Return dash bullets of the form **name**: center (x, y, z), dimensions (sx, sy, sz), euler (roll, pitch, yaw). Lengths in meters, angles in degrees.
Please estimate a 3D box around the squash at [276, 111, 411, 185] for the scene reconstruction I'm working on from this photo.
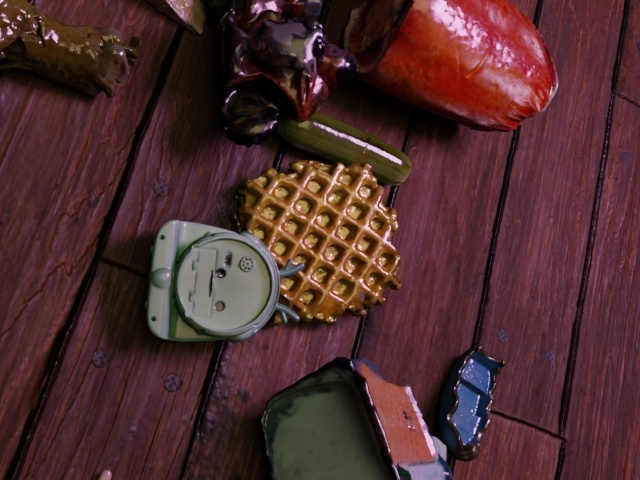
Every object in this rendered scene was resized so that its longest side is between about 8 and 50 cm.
- **squash**: center (0.034, -0.145, 1.307), dimensions (0.229, 0.066, 0.066), euler (22, 68, -21)

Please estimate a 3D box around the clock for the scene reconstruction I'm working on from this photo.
- **clock**: center (-0.124, 0.058, 1.145), dimensions (0.211, 0.066, 0.159), euler (4, 85, -12)

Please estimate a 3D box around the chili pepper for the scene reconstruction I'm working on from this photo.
- **chili pepper**: center (0.201, -0.311, 1.372), dimensions (0.305, 0.229, 0.251), euler (26, 37, -32)

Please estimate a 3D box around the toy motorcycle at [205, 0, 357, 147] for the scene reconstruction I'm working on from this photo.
- **toy motorcycle**: center (-0.063, -0.327, 1.255), dimensions (0.207, 0.134, 0.401), euler (-7, 68, -6)

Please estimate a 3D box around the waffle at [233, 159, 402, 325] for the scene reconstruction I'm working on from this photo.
- **waffle**: center (0.001, 0.000, 1.248), dimensions (0.254, 0.052, 0.245), euler (-10, 85, -21)

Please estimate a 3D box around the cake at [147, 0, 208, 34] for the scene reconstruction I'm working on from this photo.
- **cake**: center (-0.217, -0.353, 1.254), dimensions (0.121, 0.065, 0.052), euler (41, 60, -38)

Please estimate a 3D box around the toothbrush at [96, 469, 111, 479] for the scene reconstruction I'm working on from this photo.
- **toothbrush**: center (-0.316, 0.451, 0.999), dimensions (0.028, 0.037, 0.375), euler (27, 64, -22)

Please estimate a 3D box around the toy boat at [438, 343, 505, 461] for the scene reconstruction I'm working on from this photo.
- **toy boat**: center (0.228, 0.246, 1.287), dimensions (0.075, 0.077, 0.185), euler (35, 57, -15)

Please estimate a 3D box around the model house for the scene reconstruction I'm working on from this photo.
- **model house**: center (0.082, 0.314, 1.176), dimensions (0.291, 0.184, 0.253), euler (20, 44, -54)

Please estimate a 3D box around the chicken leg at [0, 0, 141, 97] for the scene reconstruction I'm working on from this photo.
- **chicken leg**: center (-0.410, -0.268, 1.054), dimensions (0.429, 0.201, 0.152), euler (13, 62, -37)
